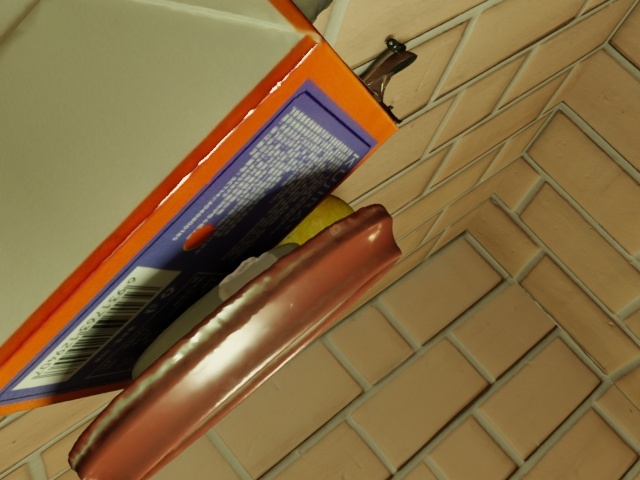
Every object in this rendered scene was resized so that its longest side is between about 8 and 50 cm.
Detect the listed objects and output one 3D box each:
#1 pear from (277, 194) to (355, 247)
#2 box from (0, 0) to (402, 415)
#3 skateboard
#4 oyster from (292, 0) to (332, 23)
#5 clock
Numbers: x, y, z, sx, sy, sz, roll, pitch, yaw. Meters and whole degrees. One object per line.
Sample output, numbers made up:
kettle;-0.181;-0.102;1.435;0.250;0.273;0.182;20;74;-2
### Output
pear;0.000;0.000;1.572;0.200;0.200;0.200;-38;164;-13
box;-0.179;-0.098;0.594;0.348;0.318;0.257;-45;164;9
skateboard;0.106;-0.264;1.289;0.151;0.080;0.067;-45;171;20
oyster;-0.047;-0.273;0.827;0.341;0.110;0.166;-53;172;-8
clock;-0.067;0.079;0.616;0.318;0.080;0.318;-41;174;-5
